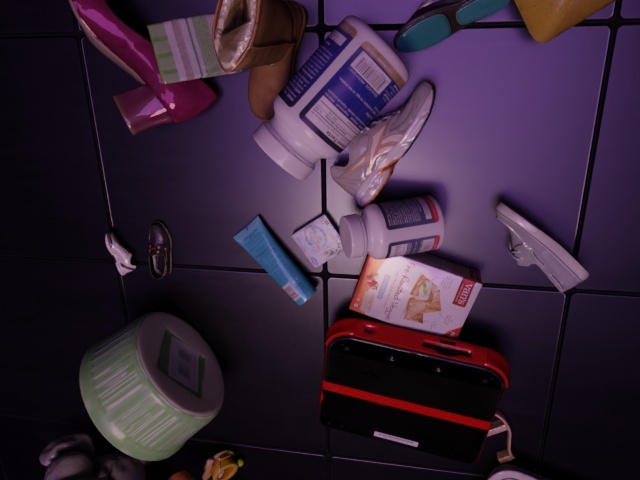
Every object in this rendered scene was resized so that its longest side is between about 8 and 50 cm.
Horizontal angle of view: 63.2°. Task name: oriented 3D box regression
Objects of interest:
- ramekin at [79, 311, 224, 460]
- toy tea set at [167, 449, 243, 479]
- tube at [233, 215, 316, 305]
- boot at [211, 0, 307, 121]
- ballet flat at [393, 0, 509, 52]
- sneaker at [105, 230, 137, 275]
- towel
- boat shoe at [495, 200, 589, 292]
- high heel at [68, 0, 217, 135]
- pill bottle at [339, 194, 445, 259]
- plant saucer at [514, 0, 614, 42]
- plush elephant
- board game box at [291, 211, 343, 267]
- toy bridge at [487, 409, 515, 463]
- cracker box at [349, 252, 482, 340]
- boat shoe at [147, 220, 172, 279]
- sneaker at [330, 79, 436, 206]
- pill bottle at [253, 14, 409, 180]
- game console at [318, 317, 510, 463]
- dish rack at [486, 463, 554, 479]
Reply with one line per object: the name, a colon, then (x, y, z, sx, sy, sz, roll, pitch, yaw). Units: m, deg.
ramekin: (-0.352, 0.305, 1.145, 0.148, 0.303, 0.303, -36, 100, 13)
toy tea set: (-0.334, 0.665, 1.277, 0.124, 0.336, 0.200, 43, 132, 39)
tube: (-0.095, 0.049, 1.125, 0.080, 0.052, 0.207, -40, 94, 17)
boot: (-0.109, -0.301, 0.868, 0.089, 0.269, 0.236, 17, 113, 6)
ballet flat: (0.217, -0.387, 0.884, 0.203, 0.074, 0.074, -21, 105, 17)
sneaker: (-0.458, 0.025, 1.196, 0.043, 0.040, 0.109, -20, 110, 1)
towel: (-0.231, -0.355, 0.963, 0.152, 0.023, 0.113, -15, 94, -15)
boat shoe: (0.407, 0.019, 0.993, 0.227, 0.079, 0.081, 39, 109, -8)
high heel: (-0.351, -0.400, 0.994, 0.181, 0.127, 0.377, -25, 102, -11)
pill bottle: (0.132, -0.021, 0.983, 0.180, 0.108, 0.108, -9, 111, -13)
plant saucer: (0.408, -0.524, 0.752, 0.332, 0.081, 0.333, -30, 102, 9)
plush elephant: (-0.590, 0.636, 1.326, 0.255, 0.272, 0.330, 13, 94, -27)
board game box: (0.000, 0.000, 1.099, 0.090, 0.020, 0.090, -31, 102, 20)
toy bridge: (0.396, 0.426, 1.181, 0.063, 0.026, 0.188, -29, 103, 19)
cracker box: (0.193, 0.104, 1.075, 0.232, 0.067, 0.156, 19, 114, 3)
boat shoe: (-0.364, 0.023, 1.171, 0.048, 0.042, 0.133, 5, 110, 12)
sneaker: (0.108, -0.192, 0.965, 0.121, 0.099, 0.262, 35, 112, 2)
pill bottle: (0.014, -0.241, 0.911, 0.153, 0.153, 0.264, 44, 103, -7)
game console: (0.190, 0.336, 1.145, 0.386, 0.060, 0.342, 12, 128, 10)
dish rack: (0.509, 0.667, 1.227, 0.332, 0.072, 0.286, 21, 113, 3)
